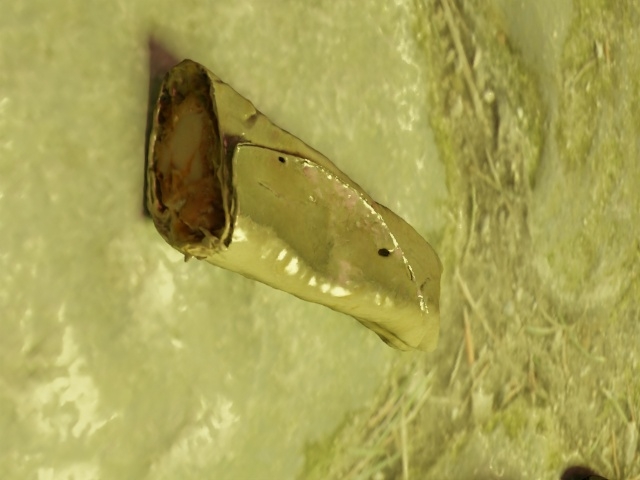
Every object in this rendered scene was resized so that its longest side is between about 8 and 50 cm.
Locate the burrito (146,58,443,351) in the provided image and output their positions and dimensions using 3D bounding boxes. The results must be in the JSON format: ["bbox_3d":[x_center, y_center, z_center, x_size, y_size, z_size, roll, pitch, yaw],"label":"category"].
[{"bbox_3d":[0.000,0.000,0.531,0.226,0.060,0.087,32,64,-43],"label":"burrito"}]

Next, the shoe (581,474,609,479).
[{"bbox_3d":[0.259,0.251,0.815,0.194,0.077,0.074,53,56,-36],"label":"shoe"}]
